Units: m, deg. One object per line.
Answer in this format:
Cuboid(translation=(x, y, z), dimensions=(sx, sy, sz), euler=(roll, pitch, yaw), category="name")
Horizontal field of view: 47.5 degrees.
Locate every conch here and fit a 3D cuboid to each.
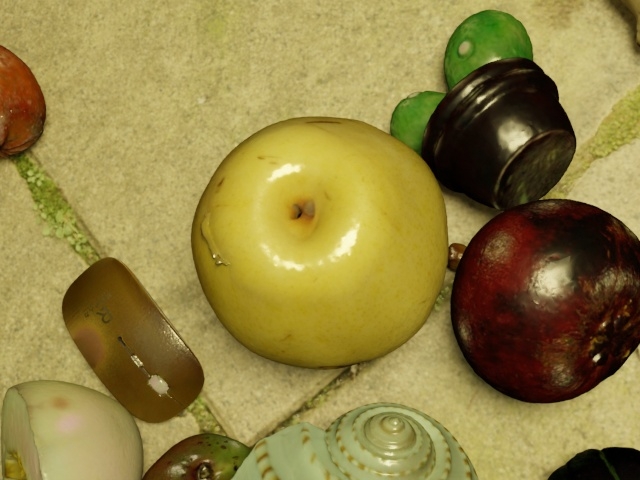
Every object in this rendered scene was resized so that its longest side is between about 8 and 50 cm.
Cuboid(translation=(0.047, 0.349, 0.805), dimensions=(0.303, 0.215, 0.319), euler=(-6, 95, -29), category="conch")

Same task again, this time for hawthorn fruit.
Cuboid(translation=(-0.483, -0.198, 1.029), dimensions=(0.173, 0.173, 0.172), euler=(-1, 84, 12), category="hawthorn fruit")

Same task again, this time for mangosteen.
Cuboid(translation=(0.243, 0.057, 0.848), dimensions=(0.235, 0.235, 0.261), euler=(-56, 35, 1), category="mangosteen")

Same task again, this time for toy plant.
Cuboid(translation=(0.199, -0.158, 0.890), dimensions=(0.218, 0.175, 0.235), euler=(-42, 52, 11), category="toy plant")

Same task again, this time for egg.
Cuboid(translation=(-0.304, 0.274, 0.924), dimensions=(0.271, 0.162, 0.206), euler=(-31, 67, 53), category="egg")

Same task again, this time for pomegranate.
Cuboid(translation=(-0.137, 0.350, 0.908), dimensions=(0.180, 0.180, 0.209), euler=(4, 123, 12), category="pomegranate")

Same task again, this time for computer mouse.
Cuboid(translation=(-0.262, 0.136, 1.003), dimensions=(0.126, 0.056, 0.245), euler=(-40, 79, 6), category="computer mouse")

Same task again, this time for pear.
Cuboid(translation=(0.000, 0.000, 0.845), dimensions=(0.309, 0.309, 0.309), euler=(-1, 84, 12), category="pear")

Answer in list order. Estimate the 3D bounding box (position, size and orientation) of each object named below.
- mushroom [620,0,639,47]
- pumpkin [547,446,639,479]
Cuboid(translation=(0.356, -0.430, 0.896), dimensions=(0.137, 0.154, 0.407), euler=(-36, 80, 46), category="mushroom")
Cuboid(translation=(0.338, 0.340, 0.803), dimensions=(0.221, 0.162, 0.220), euler=(0, 89, 12), category="pumpkin")
